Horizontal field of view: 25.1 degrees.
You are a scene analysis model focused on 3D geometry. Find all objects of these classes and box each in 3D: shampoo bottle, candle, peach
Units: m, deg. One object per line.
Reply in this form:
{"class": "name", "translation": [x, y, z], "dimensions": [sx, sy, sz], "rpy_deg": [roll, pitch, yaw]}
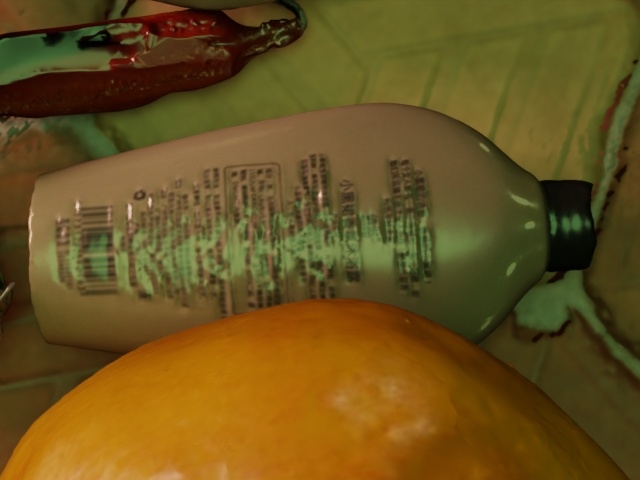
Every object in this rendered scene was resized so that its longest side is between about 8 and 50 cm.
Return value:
{"class": "shampoo bottle", "translation": [0.000, 0.000, 0.662], "dimensions": [0.257, 0.078, 0.127], "rpy_deg": [-3, 78, 1]}
{"class": "candle", "translation": [-0.086, -0.091, 0.691], "dimensions": [0.162, 0.053, 0.048], "rpy_deg": [-11, 43, -7]}
{"class": "peach", "translation": [0.001, 0.163, 0.533], "dimensions": [0.289, 0.308, 0.289], "rpy_deg": [-1, 100, -4]}

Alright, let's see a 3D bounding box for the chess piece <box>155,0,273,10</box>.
{"class": "chess piece", "translation": [-0.033, -0.231, 0.543], "dimensions": [0.182, 0.330, 0.182], "rpy_deg": [1, 76, -5]}

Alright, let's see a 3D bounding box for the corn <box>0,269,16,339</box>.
{"class": "corn", "translation": [-0.273, -0.045, 0.650], "dimensions": [0.305, 0.106, 0.106], "rpy_deg": [42, 87, 2]}
